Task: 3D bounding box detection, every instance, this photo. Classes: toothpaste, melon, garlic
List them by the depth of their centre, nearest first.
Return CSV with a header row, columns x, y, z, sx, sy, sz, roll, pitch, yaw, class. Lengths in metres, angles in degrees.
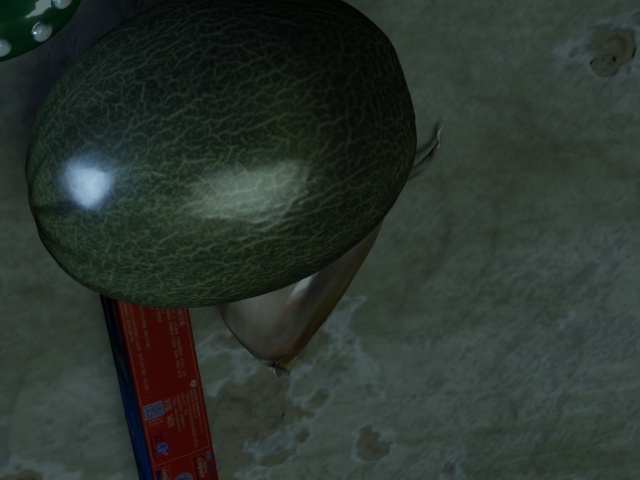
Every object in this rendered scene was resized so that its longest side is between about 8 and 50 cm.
x,y,z,sx,sy,sz,roll,pitch,yaw,class
-0.079,-0.072,1.443,0.302,0.237,0.237,-21,131,-9,melon
0.002,-0.002,1.645,0.128,0.148,0.266,41,107,-5,garlic
-0.142,0.134,1.678,0.066,0.076,0.320,-18,131,-15,toothpaste

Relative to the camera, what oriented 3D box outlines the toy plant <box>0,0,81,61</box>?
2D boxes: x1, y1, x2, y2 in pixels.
x,y,z,sx,sy,sz,roll,pitch,yaw,class
-0.222,-0.240,1.326,0.243,0.112,0.232,-35,135,-8,toy plant
